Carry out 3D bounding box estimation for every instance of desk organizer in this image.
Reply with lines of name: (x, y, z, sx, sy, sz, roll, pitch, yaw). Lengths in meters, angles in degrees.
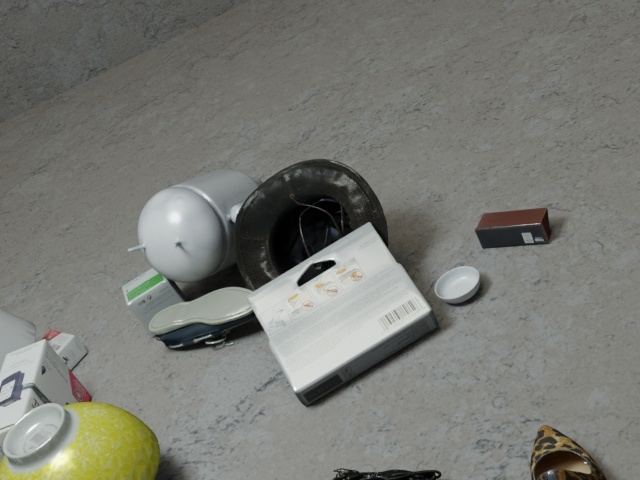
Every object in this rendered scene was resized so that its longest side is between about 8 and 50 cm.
desk organizer: (0.350, -0.023, 1.907, 0.130, 0.047, 0.050, -5, 37, 35)

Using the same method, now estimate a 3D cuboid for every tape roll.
tape roll: (-0.728, 0.247, 2.203, 0.246, 0.169, 0.246, -43, 30, 32)

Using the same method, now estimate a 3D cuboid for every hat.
hat: (0.000, 0.000, 2.047, 0.331, 0.331, 0.134, -13, -4, 26)

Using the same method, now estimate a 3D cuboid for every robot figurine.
robot figurine: (-0.238, -0.032, 2.195, 0.300, 0.199, 0.353, -21, 4, 36)

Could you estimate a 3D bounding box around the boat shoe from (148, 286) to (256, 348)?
boat shoe: (-0.220, 0.162, 2.080, 0.255, 0.079, 0.095, -18, 35, 23)

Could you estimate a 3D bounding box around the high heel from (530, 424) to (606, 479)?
high heel: (0.305, 0.285, 1.360, 0.093, 0.186, 0.261, -24, 31, 9)

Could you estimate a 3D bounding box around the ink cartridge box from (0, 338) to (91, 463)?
ink cartridge box: (-0.537, 0.334, 2.001, 0.100, 0.172, 0.237, -22, 32, 13)

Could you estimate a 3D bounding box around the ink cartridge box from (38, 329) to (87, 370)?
ink cartridge box: (-0.581, 0.262, 2.255, 0.099, 0.056, 0.135, 5, 46, 45)

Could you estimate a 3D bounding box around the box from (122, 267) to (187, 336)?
box: (-0.344, 0.125, 2.214, 0.101, 0.102, 0.087, -32, 29, -2)

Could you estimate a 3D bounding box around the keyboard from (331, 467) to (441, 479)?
keyboard: (0.097, 0.366, 1.477, 0.317, 0.033, 0.201, -2, 11, 8)

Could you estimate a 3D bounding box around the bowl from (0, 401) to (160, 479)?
bowl: (-0.425, 0.358, 1.724, 0.290, 0.156, 0.289, -22, 31, 14)

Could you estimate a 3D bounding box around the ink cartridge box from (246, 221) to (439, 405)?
ink cartridge box: (0.033, 0.126, 1.872, 0.275, 0.060, 0.239, -31, 49, -1)

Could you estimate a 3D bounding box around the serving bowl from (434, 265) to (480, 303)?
serving bowl: (0.244, 0.083, 1.858, 0.083, 0.027, 0.083, -21, 32, 14)
